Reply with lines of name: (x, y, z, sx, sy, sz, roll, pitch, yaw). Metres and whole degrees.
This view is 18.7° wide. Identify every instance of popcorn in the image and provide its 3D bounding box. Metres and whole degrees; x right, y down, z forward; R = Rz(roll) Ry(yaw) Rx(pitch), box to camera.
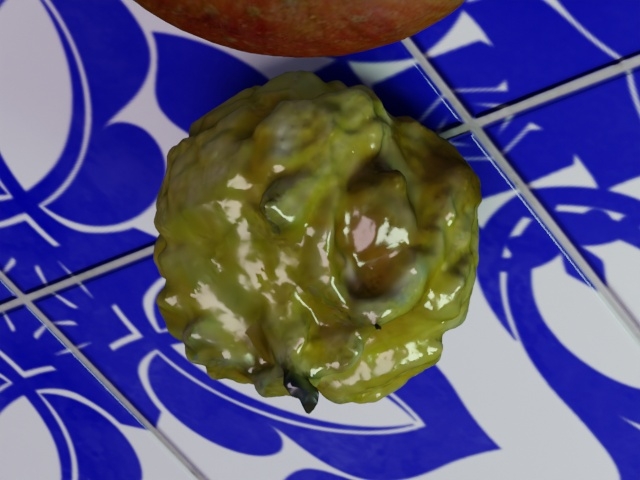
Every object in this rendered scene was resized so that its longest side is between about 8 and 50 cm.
popcorn: (-0.007, 0.005, 1.413, 0.249, 0.225, 0.249, 13, 132, 15)

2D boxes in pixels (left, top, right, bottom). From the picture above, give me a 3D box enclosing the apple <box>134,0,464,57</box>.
apple: (-0.015, -0.254, 1.150, 0.301, 0.301, 0.301, 12, 136, 12)
